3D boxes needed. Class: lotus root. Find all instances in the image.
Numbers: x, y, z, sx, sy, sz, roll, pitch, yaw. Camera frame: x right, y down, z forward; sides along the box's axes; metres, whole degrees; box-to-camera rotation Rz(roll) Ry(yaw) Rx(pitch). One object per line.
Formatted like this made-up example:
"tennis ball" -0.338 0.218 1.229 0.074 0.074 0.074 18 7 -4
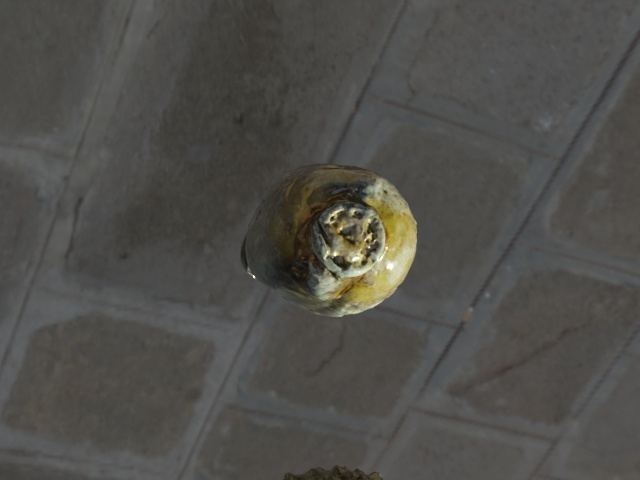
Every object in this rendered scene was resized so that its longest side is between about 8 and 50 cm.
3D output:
"lotus root" 0.002 -0.002 1.177 0.175 0.349 0.175 1 88 -18

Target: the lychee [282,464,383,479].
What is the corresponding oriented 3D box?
"lychee" 0.006 0.352 1.009 0.255 0.255 0.274 2 146 -11
